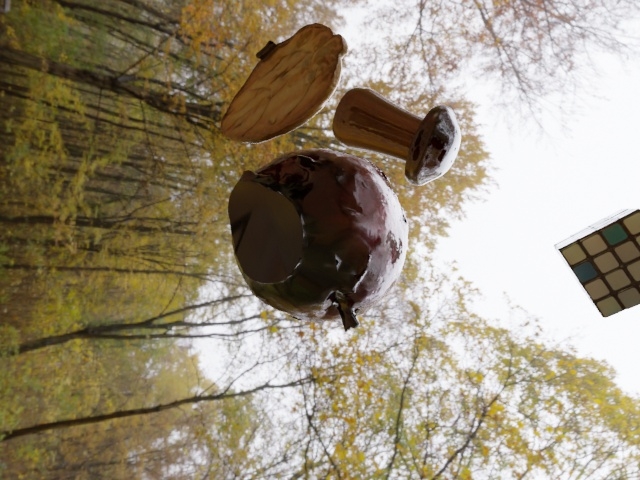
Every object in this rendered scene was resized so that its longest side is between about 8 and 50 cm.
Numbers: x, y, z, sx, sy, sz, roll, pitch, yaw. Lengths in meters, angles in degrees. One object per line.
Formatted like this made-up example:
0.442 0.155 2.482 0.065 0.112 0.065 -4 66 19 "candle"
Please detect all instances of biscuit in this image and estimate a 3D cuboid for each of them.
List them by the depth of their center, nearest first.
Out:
-0.066 -0.244 0.697 0.260 0.041 0.203 -26 -122 27 "biscuit"

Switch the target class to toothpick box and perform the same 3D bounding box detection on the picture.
0.185 -0.258 1.038 0.294 0.192 0.192 29 -69 22 "toothpick box"

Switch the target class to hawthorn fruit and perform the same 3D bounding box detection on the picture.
-0.006 -0.015 0.704 0.316 0.316 0.316 -11 -103 53 "hawthorn fruit"

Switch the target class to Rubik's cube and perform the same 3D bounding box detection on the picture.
0.574 0.040 0.840 0.155 0.151 0.154 -34 -101 22 "Rubik's cube"
